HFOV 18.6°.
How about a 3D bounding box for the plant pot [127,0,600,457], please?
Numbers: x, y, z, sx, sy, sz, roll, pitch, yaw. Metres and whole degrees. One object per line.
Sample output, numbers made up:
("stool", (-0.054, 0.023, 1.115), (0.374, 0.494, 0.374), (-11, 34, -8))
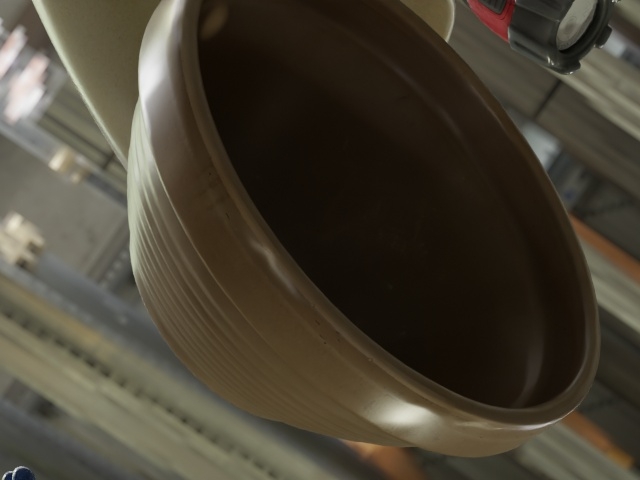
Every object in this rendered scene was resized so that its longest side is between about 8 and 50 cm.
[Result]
("plant pot", (0.000, 0.000, 0.818), (0.237, 0.110, 0.237), (33, -145, -27))

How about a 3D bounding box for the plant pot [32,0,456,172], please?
("plant pot", (-0.089, -0.170, 1.383), (0.274, 0.256, 0.256), (46, -175, 16))

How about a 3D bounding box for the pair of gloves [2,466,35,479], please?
("pair of gloves", (-0.191, 0.216, 1.122), (0.023, 0.159, 0.198), (25, 179, -18))

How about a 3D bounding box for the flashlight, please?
("flashlight", (0.122, -0.257, 1.732), (0.304, 0.103, 0.103), (36, 164, 33))
